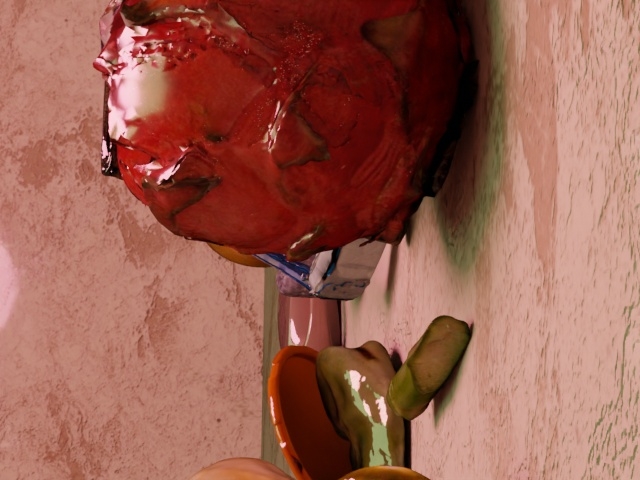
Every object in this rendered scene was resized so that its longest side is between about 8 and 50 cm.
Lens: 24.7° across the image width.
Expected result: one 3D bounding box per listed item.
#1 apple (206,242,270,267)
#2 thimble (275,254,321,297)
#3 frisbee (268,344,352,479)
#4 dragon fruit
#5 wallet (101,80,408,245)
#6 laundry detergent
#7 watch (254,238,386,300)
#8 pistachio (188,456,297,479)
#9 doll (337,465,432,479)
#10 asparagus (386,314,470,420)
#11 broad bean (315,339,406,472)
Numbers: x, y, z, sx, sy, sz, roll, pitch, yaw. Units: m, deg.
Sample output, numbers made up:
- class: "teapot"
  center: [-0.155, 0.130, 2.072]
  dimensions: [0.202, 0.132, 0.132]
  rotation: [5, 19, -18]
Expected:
- class: "apple"
  center: [-0.069, -0.075, 2.066]
  dimensions: [0.237, 0.207, 0.237]
  rotation: [177, 90, -65]
- class: "thimble"
  center: [0.000, -0.001, 1.750]
  dimensions: [0.150, 0.097, 0.150]
  rotation: [-177, 90, -84]
- class: "frisbee"
  center: [-0.003, 0.200, 1.508]
  dimensions: [0.192, 0.035, 0.192]
  rotation: [44, -149, -35]
- class: "dragon fruit"
  center: [-0.028, -0.120, 1.184]
  dimensions: [0.295, 0.301, 0.296]
  rotation: [173, 90, -83]
- class: "wallet"
  center: [-0.057, -0.099, 1.379]
  dimensions: [0.044, 0.317, 0.169]
  rotation: [-39, 46, 50]
- class: "laundry detergent"
  center: [-0.012, 0.131, 1.922]
  dimensions: [0.237, 0.076, 0.171]
  rotation: [-99, 12, -56]
- class: "watch"
  center: [-0.027, -0.030, 1.597]
  dimensions: [0.276, 0.068, 0.274]
  rotation: [-65, 37, 32]
- class: "pistachio"
  center: [-0.085, 0.394, 1.909]
  dimensions: [0.309, 0.229, 0.230]
  rotation: [175, 97, -67]
- class: "doll"
  center: [0.056, 0.328, 0.875]
  dimensions: [0.318, 0.209, 0.340]
  rotation: [25, 120, 48]
- class: "asparagus"
  center: [0.088, 0.104, 1.193]
  dimensions: [0.041, 0.045, 0.178]
  rotation: [55, 162, 14]
- class: "broad bean"
  center: [0.051, 0.194, 1.445]
  dimensions: [0.153, 0.072, 0.207]
  rotation: [98, 160, -60]
